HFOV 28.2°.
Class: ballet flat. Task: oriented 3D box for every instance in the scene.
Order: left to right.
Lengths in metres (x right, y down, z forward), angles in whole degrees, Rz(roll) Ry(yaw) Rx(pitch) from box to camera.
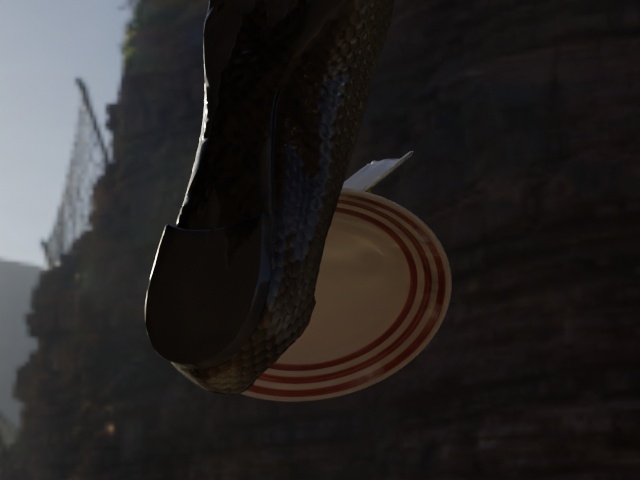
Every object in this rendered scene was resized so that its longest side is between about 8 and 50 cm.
[{"bbox_3d":[-0.010,-0.055,0.531,0.084,0.250,0.058,-2,-25,34],"label":"ballet flat"}]

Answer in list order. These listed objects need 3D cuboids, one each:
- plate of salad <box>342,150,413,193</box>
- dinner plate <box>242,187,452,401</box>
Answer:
[{"bbox_3d":[0.000,0.000,0.995,0.200,0.048,0.200,-38,0,0],"label":"plate of salad"},{"bbox_3d":[-0.006,0.026,0.626,0.141,0.017,0.141,-3,-51,-4],"label":"dinner plate"}]
